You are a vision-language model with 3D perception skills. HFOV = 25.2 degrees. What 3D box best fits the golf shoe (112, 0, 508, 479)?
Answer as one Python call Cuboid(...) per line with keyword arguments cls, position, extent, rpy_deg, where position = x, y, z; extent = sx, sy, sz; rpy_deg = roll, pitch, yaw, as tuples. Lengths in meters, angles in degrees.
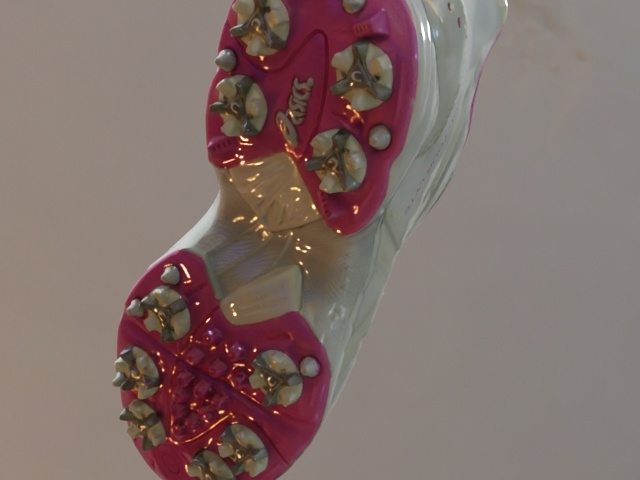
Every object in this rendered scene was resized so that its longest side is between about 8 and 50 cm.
Cuboid(cls="golf shoe", position=(0.000, 0.000, 0.655), extent=(0.140, 0.115, 0.306), rpy_deg=(-30, -28, -49))
